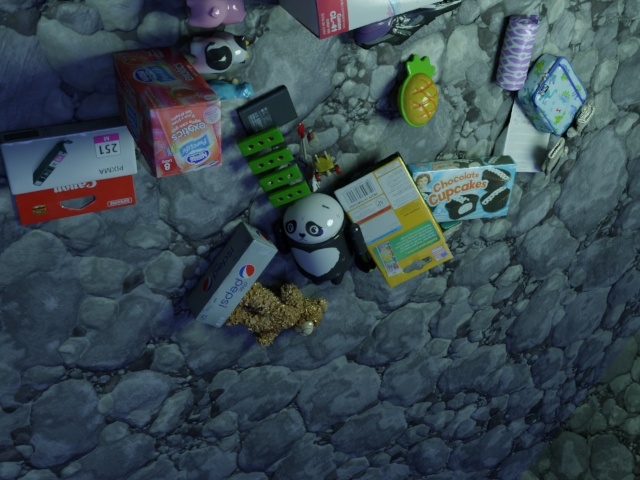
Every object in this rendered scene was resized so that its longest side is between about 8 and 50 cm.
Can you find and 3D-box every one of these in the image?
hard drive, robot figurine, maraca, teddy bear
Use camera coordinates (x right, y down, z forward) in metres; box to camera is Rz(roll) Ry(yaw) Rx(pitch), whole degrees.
[{"bbox_3d":[-0.129,-0.311,1.721,0.135,0.022,0.094,-29,133,-8],"label":"hard drive"},{"bbox_3d":[-0.002,0.002,1.929,0.209,0.173,0.278,-26,133,-10],"label":"robot figurine"},{"bbox_3d":[0.257,-0.392,1.841,0.127,0.099,0.185,-3,100,-41],"label":"maraca"},{"bbox_3d":[-0.132,0.217,2.063,0.245,0.113,0.338,-45,133,10],"label":"teddy bear"}]

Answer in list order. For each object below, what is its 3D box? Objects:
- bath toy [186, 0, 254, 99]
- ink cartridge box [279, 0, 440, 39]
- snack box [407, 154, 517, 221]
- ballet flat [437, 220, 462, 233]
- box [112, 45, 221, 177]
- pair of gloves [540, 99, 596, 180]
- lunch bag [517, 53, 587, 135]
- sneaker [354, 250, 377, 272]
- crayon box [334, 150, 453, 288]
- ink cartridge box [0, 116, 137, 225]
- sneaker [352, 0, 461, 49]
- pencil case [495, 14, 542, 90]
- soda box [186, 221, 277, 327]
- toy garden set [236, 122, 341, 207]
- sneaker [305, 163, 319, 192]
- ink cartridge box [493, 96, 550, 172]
[{"bbox_3d":[-0.209,-0.471,1.478,0.129,0.151,0.348,-1,121,0],"label":"bath toy"},{"bbox_3d":[0.081,-0.567,1.510,0.306,0.226,0.131,-20,132,-15],"label":"ink cartridge box"},{"bbox_3d":[0.411,-0.150,2.090,0.322,0.060,0.187,-6,127,-10],"label":"snack box"},{"bbox_3d":[0.375,-0.027,2.213,0.168,0.057,0.052,-19,141,-17],"label":"ballet flat"},{"bbox_3d":[-0.319,-0.273,1.447,0.142,0.300,0.154,-14,130,-23],"label":"box"},{"bbox_3d":[0.757,-0.305,2.139,0.240,0.042,0.204,-52,165,-8],"label":"pair of gloves"},{"bbox_3d":[0.681,-0.428,2.051,0.176,0.090,0.219,-54,133,-4],"label":"lunch bag"},{"bbox_3d":[0.193,-0.051,2.069,0.121,0.111,0.300,-10,128,-56],"label":"sneaker"},{"bbox_3d":[0.203,-0.055,1.941,0.203,0.083,0.323,-27,104,12],"label":"crayon box"},{"bbox_3d":[-0.553,-0.144,1.576,0.275,0.060,0.239,-13,128,-22],"label":"ink cartridge box"},{"bbox_3d":[0.204,-0.544,1.706,0.283,0.107,0.124,-16,145,-15],"label":"sneaker"},{"bbox_3d":[0.540,-0.516,1.921,0.088,0.086,0.206,-30,140,-40],"label":"pencil case"},{"bbox_3d":[-0.244,0.095,1.911,0.091,0.098,0.286,25,108,-39],"label":"soda box"},{"bbox_3d":[-0.073,-0.210,1.778,0.204,0.049,0.244,-21,139,6],"label":"toy garden set"},{"bbox_3d":[-0.018,-0.173,1.892,0.037,0.032,0.083,-32,136,-38],"label":"sneaker"},{"bbox_3d":[0.623,-0.322,2.151,0.181,0.056,0.224,-1,105,-29],"label":"ink cartridge box"}]
